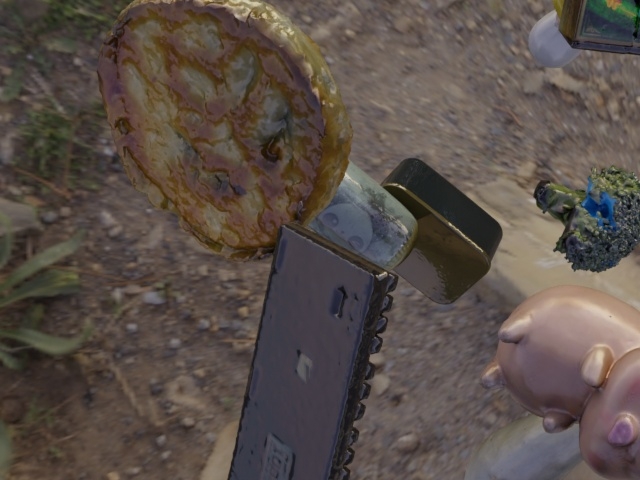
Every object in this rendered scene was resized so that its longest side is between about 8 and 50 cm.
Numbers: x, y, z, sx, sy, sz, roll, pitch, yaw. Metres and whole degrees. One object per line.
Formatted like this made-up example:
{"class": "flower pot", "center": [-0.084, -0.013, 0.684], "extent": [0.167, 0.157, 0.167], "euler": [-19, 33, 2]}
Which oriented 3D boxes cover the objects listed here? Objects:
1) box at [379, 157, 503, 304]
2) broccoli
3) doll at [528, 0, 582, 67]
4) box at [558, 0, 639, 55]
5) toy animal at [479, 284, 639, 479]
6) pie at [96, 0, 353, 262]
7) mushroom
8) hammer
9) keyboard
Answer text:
{"class": "box", "center": [0.160, -0.016, 1.914], "extent": [0.201, 0.090, 0.144], "euler": [37, 136, -3]}
{"class": "broccoli", "center": [0.361, -0.037, 1.744], "extent": [0.160, 0.154, 0.167], "euler": [26, 84, 13]}
{"class": "doll", "center": [0.451, -0.347, 1.712], "extent": [0.187, 0.365, 0.376], "euler": [41, 103, 4]}
{"class": "box", "center": [0.411, -0.296, 1.502], "extent": [0.240, 0.071, 0.159], "euler": [4, 112, -9]}
{"class": "toy animal", "center": [0.285, 0.145, 1.239], "extent": [0.250, 0.154, 0.166], "euler": [37, 136, 24]}
{"class": "pie", "center": [-0.097, -0.127, 1.363], "extent": [0.315, 0.092, 0.315], "euler": [18, 127, 26]}
{"class": "mushroom", "center": [0.258, 0.245, 1.481], "extent": [0.270, 0.118, 0.103], "euler": [-45, 56, 47]}
{"class": "hammer", "center": [0.000, 0.000, 1.892], "extent": [0.202, 0.113, 0.305], "euler": [42, 143, -5]}
{"class": "keyboard", "center": [-0.018, 0.151, 0.830], "extent": [0.106, 0.027, 0.317], "euler": [30, 113, 44]}
